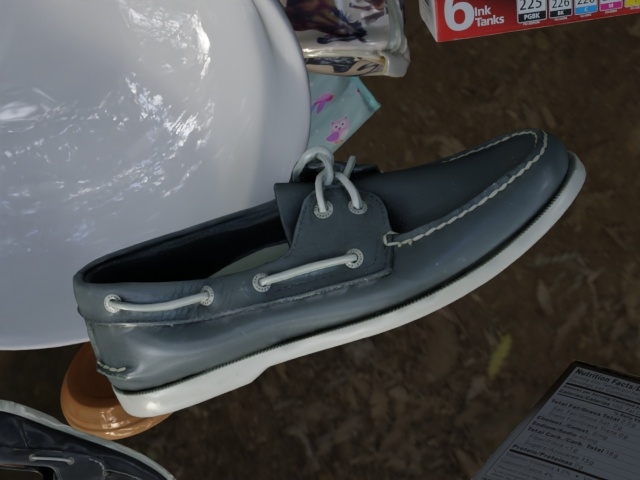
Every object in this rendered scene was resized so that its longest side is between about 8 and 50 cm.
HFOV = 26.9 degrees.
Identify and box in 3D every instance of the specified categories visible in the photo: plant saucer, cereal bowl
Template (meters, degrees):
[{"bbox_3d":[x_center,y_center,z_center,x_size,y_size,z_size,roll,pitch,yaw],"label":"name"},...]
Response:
[{"bbox_3d":[-0.237,0.157,1.659,0.200,0.200,0.037,-27,129,0],"label":"plant saucer"},{"bbox_3d":[-0.184,-0.095,0.840,0.338,0.141,0.339,-9,131,-11],"label":"cereal bowl"}]

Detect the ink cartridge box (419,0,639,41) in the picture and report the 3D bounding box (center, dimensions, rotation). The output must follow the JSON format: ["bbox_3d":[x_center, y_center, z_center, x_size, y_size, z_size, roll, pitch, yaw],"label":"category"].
[{"bbox_3d":[0.283,-0.433,1.797,0.309,0.130,0.272,-9,116,-2],"label":"ink cartridge box"}]

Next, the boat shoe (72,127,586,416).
[{"bbox_3d":[0.000,0.000,0.801,0.319,0.116,0.099,-25,110,9],"label":"boat shoe"}]

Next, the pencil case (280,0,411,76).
[{"bbox_3d":[0.033,-0.375,1.513,0.160,0.183,0.411,10,79,-45],"label":"pencil case"}]

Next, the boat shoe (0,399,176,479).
[{"bbox_3d":[-0.270,0.249,1.466,0.233,0.079,0.084,24,151,-17],"label":"boat shoe"}]

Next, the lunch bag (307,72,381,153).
[{"bbox_3d":[-0.085,-0.200,1.815,0.223,0.262,0.160,-45,139,0],"label":"lunch bag"}]

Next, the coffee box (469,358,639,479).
[{"bbox_3d":[0.121,0.187,0.683,0.246,0.098,0.141,-36,132,-48],"label":"coffee box"}]
